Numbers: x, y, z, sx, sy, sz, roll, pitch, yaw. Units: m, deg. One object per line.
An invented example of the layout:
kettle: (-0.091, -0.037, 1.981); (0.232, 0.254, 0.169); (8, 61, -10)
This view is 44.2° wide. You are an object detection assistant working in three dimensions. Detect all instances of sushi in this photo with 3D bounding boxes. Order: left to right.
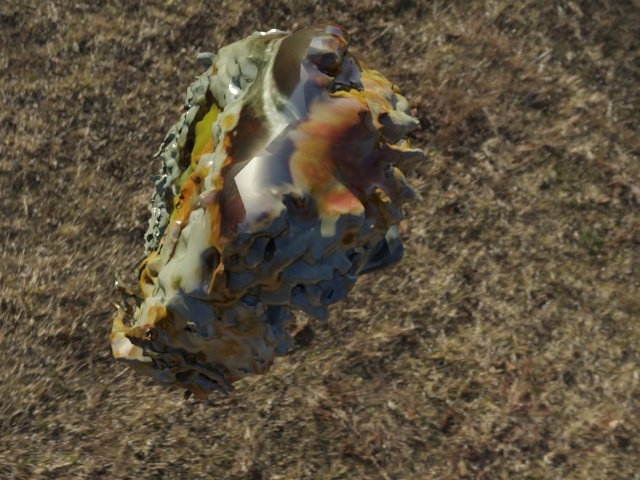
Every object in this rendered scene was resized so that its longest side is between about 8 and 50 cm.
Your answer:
sushi: (-0.079, -0.032, 0.817); (0.176, 0.417, 0.417); (24, 67, -24)

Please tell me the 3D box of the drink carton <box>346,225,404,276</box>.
drink carton: (0.000, 0.000, 1.145); (0.189, 0.191, 0.185); (-53, 125, -67)
